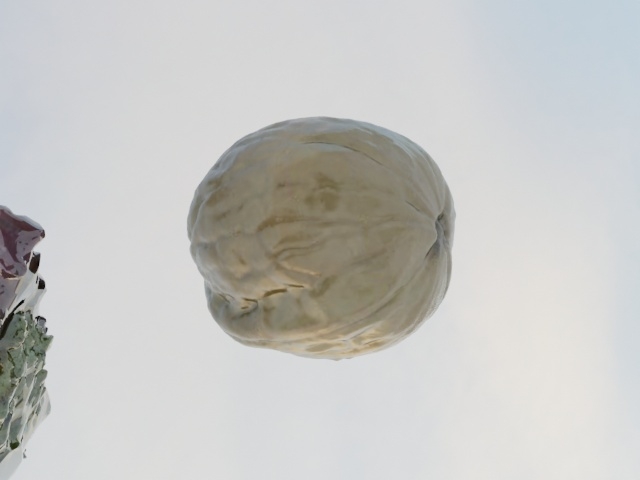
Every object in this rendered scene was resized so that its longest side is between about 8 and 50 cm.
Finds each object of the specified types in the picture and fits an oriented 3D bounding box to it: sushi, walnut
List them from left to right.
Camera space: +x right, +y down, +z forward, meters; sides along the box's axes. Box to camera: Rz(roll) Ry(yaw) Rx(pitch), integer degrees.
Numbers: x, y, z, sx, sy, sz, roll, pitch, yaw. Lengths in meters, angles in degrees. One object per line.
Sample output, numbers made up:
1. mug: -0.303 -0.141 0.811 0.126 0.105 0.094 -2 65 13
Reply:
1. sushi: -0.209 0.081 0.561 0.241 0.108 0.161 -63 -3 6
2. walnut: 0.000 0.000 0.835 0.228 0.228 0.227 -3 -86 -52
